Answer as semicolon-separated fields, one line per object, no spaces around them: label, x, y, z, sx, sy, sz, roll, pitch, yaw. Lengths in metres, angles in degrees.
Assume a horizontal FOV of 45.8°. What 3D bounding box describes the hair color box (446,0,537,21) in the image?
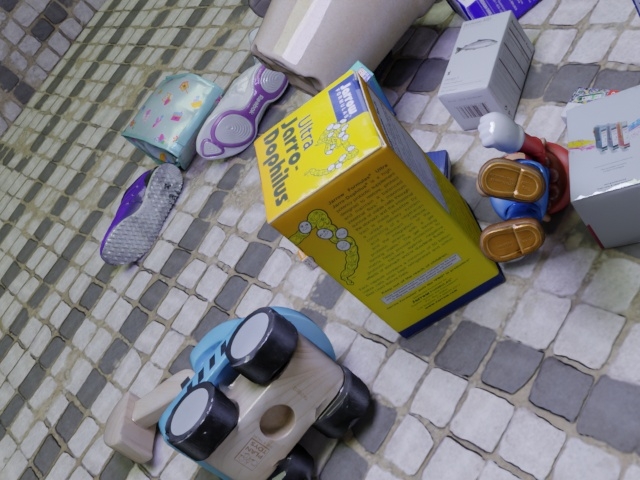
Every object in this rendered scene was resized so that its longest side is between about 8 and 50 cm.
hair color box;0.405;-0.568;1.490;0.339;0.110;0.185;-40;38;13

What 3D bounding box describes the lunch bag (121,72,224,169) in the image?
lunch bag;-0.363;-0.308;1.959;0.262;0.160;0.223;16;70;55

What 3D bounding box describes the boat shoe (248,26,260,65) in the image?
boat shoe;-0.046;-0.500;1.869;0.320;0.118;0.103;-6;91;37

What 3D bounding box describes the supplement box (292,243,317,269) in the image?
supplement box;0.000;0.000;1.455;0.098;0.036;0.062;-42;40;8

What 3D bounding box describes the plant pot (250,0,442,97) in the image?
plant pot;0.030;-0.443;1.491;0.305;0.334;0.334;-58;39;2

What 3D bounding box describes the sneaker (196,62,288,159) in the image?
sneaker;-0.197;-0.319;1.872;0.305;0.114;0.152;-50;25;-9

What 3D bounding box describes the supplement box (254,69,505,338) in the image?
supplement box;0.091;-0.043;1.150;0.195;0.356;0.194;-34;40;18

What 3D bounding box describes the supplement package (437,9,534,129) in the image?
supplement package;0.301;-0.306;1.371;0.105;0.105;0.179;-3;57;43

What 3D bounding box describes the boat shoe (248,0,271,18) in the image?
boat shoe;-0.056;-0.735;2.066;0.355;0.132;0.130;-42;29;-5

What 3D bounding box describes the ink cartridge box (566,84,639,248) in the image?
ink cartridge box;0.430;-0.104;1.064;0.127;0.128;0.176;-16;48;34

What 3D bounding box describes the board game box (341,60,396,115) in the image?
board game box;0.057;-0.236;1.467;0.160;0.210;0.047;-45;71;4

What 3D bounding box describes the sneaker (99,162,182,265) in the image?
sneaker;-0.465;-0.063;1.907;0.146;0.102;0.293;5;58;50

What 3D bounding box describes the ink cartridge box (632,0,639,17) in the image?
ink cartridge box;0.553;-0.395;1.031;0.071;0.324;0.330;-50;39;-3

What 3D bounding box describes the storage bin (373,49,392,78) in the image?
storage bin;0.057;-0.414;1.708;0.180;0.084;0.122;21;74;49

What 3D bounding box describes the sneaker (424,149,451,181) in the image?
sneaker;0.064;-0.112;1.345;0.315;0.182;0.127;-13;46;21

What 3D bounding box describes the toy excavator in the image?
toy excavator;-0.181;0.274;1.302;0.433;0.222;0.445;-50;25;-2

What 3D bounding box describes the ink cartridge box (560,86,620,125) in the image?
ink cartridge box;0.450;-0.209;1.211;0.115;0.029;0.063;21;74;50

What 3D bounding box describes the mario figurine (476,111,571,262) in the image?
mario figurine;0.262;-0.066;1.086;0.170;0.320;0.198;37;112;10
